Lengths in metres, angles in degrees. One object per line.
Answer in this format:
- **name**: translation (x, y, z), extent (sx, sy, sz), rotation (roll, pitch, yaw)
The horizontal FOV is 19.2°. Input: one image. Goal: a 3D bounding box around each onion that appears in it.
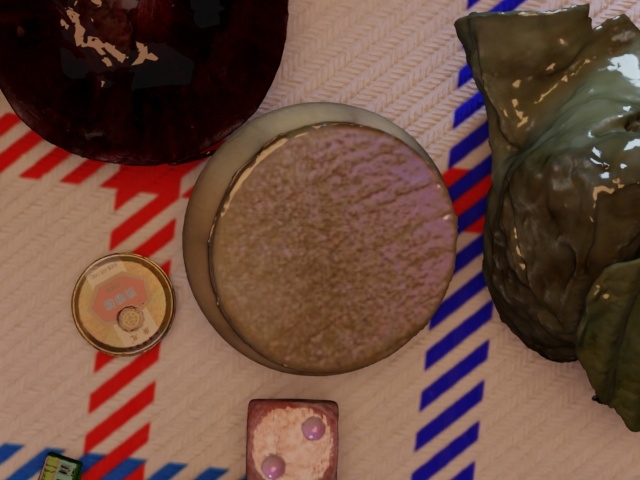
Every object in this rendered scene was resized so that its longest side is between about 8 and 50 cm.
- **onion**: translation (-0.177, -0.220, 1.826), extent (0.314, 0.232, 0.314), rotation (0, 92, -8)

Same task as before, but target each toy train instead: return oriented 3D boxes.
- **toy train**: translation (-0.285, 0.318, 1.889), extent (0.042, 0.044, 0.209), rotation (17, 87, -2)

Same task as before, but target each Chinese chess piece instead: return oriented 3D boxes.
- **Chinese chess piece**: translation (0.000, 0.000, 1.840), extent (0.270, 0.112, 0.270), rotation (-4, 105, -15)

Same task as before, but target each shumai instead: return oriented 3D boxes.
- **shumai**: translation (0.224, -0.066, 1.845), extent (0.288, 0.330, 0.292), rotation (37, 52, 21)

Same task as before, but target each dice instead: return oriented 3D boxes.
- **dice**: translation (-0.028, 0.204, 1.878), extent (0.091, 0.093, 0.094), rotation (1, 88, -1)

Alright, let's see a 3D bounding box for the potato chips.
- **potato chips**: translation (0.414, 0.042, 1.794), extent (0.373, 0.389, 0.097), rotation (-42, 50, -5)

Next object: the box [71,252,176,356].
- **box**: translation (-0.198, 0.065, 1.908), extent (0.105, 0.037, 0.105), rotation (0, 88, -1)
